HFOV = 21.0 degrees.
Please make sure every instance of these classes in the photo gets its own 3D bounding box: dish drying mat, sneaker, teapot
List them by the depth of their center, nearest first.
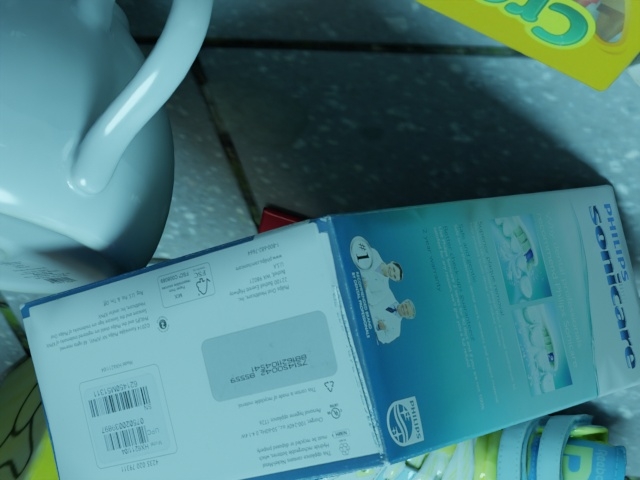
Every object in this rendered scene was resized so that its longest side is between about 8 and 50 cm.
[{"bbox_3d":[-0.188,-0.086,0.962,0.256,0.187,0.252,10,165,1],"label":"teapot"},{"bbox_3d":[0.000,0.000,1.141,0.083,0.008,0.032,19,145,2],"label":"dish drying mat"},{"bbox_3d":[0.088,0.142,1.195,0.208,0.127,0.319,-15,142,42],"label":"sneaker"}]

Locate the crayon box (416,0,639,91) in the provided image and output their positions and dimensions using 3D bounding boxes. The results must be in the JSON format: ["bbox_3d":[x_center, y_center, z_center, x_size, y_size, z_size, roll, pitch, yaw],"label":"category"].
[{"bbox_3d":[0.097,-0.194,0.766,0.203,0.083,0.323,25,145,-7],"label":"crayon box"}]

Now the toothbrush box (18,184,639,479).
[{"bbox_3d":[0.020,0.057,0.962,0.216,0.126,0.295,-16,176,35],"label":"toothbrush box"}]

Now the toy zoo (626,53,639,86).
[{"bbox_3d":[0.326,-0.078,0.858,0.293,0.030,0.192,-17,131,41],"label":"toy zoo"}]

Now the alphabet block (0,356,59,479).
[{"bbox_3d":[-0.155,0.188,1.316,0.193,0.192,0.197,31,145,-19],"label":"alphabet block"}]
